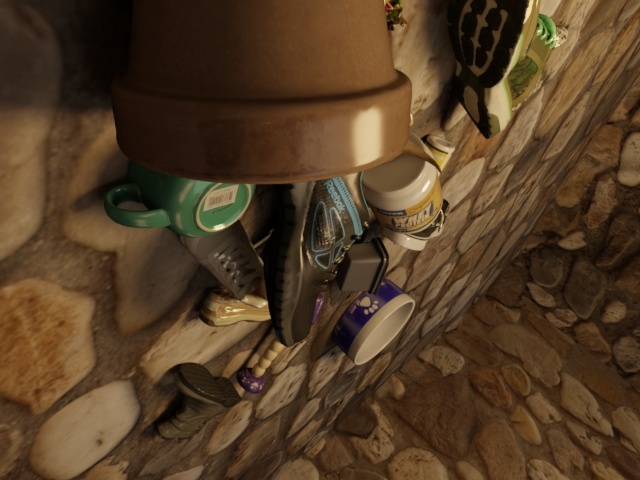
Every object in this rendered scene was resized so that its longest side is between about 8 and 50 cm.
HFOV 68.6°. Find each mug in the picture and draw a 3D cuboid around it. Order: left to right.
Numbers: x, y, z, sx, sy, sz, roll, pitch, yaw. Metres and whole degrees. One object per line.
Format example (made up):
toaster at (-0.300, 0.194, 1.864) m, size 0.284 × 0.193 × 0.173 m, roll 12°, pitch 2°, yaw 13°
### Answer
mug at (-0.148, -0.058, 0.546) m, size 0.157 × 0.097 × 0.129 m, roll -48°, pitch 154°, yaw 0°

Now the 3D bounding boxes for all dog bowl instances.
dog bowl at (0.164, 0.250, 1.440) m, size 0.265 × 0.104 × 0.265 m, roll -36°, pitch 152°, yaw -23°

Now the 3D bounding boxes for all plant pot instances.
plant pot at (-0.049, -0.196, 0.381) m, size 0.263 × 0.263 × 0.229 m, roll -26°, pitch 129°, yaw -38°

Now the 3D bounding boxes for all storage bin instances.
storage bin at (0.089, 0.058, 1.093) m, size 0.091 × 0.098 × 0.135 m, roll -2°, pitch 135°, yaw -19°

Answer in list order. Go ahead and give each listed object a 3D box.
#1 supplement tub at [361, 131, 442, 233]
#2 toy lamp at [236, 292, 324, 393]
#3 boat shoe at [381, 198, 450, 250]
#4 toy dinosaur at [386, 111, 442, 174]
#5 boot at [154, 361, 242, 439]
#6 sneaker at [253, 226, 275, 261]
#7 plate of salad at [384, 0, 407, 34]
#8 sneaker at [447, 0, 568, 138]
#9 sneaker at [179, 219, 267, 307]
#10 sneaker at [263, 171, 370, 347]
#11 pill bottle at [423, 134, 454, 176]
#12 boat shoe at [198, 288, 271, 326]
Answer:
supplement tub at (0.149, -0.106, 0.881) m, size 0.144 × 0.144 × 0.200 m, roll -48°, pitch 154°, yaw 0°
toy lamp at (-0.086, 0.221, 1.047) m, size 0.274 × 0.080 × 0.080 m, roll -56°, pitch 153°, yaw 14°
boat shoe at (0.250, -0.055, 1.148) m, size 0.306 × 0.113 × 0.105 m, roll -13°, pitch 131°, yaw -54°
toy dinosaur at (0.120, -0.170, 0.771) m, size 0.053 × 0.183 × 0.092 m, roll -60°, pitch 164°, yaw -70°
boot at (-0.266, 0.341, 0.942) m, size 0.161 × 0.083 × 0.246 m, roll -38°, pitch 151°, yaw -7°
sneaker at (-0.039, -0.036, 0.744) m, size 0.153 × 0.099 × 0.282 m, roll -41°, pitch 156°, yaw -17°
plate of salad at (0.065, -0.292, 0.478) m, size 0.048 × 0.199 × 0.200 m, roll -2°, pitch 146°, yaw 2°
sneaker at (0.334, -0.343, 0.804) m, size 0.182 × 0.158 × 0.410 m, roll -34°, pitch 162°, yaw 4°
sneaker at (-0.128, 0.029, 0.704) m, size 0.087 × 0.092 × 0.228 m, roll -42°, pitch 152°, yaw -8°
sneaker at (0.000, 0.000, 0.626) m, size 0.140 × 0.125 × 0.340 m, roll 0°, pitch 119°, yaw -17°
pill bottle at (0.238, -0.166, 1.026) m, size 0.065 × 0.065 × 0.116 m, roll -16°, pitch 139°, yaw -48°
boat shoe at (-0.127, 0.105, 0.847) m, size 0.190 × 0.068 × 0.072 m, roll -5°, pitch 119°, yaw -54°
